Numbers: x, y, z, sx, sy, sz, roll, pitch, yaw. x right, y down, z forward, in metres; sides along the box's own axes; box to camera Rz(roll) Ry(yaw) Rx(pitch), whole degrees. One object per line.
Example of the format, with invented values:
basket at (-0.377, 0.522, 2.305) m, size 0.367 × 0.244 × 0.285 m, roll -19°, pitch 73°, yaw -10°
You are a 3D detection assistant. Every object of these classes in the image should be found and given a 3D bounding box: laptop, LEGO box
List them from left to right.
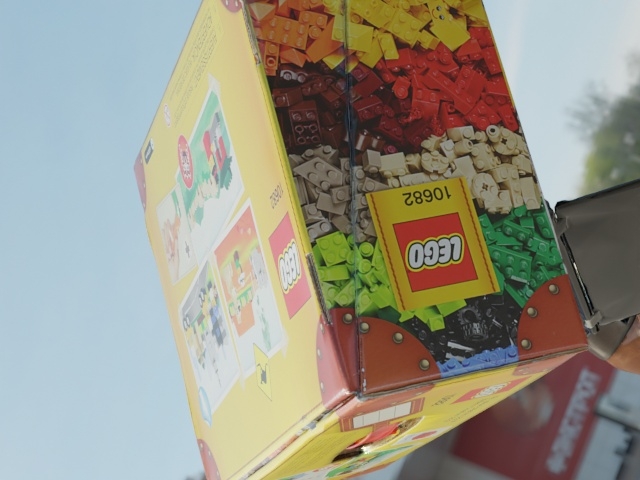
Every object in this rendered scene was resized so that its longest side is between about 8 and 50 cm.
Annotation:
LEGO box at (0.000, 0.000, 1.335) m, size 0.500 × 0.193 × 0.372 m, roll 131°, pitch 127°, yaw -67°
laptop at (0.288, -0.073, 1.559) m, size 0.236 × 0.408 × 0.382 m, roll -49°, pitch -25°, yaw -5°

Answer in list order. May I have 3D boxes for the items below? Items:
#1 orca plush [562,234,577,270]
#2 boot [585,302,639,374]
orca plush at (0.279, 0.011, 1.906) m, size 0.151 × 0.102 × 0.287 m, roll -46°, pitch -2°, yaw -16°
boot at (0.510, 0.112, 1.945) m, size 0.264 × 0.280 × 0.096 m, roll -54°, pitch 15°, yaw 26°
